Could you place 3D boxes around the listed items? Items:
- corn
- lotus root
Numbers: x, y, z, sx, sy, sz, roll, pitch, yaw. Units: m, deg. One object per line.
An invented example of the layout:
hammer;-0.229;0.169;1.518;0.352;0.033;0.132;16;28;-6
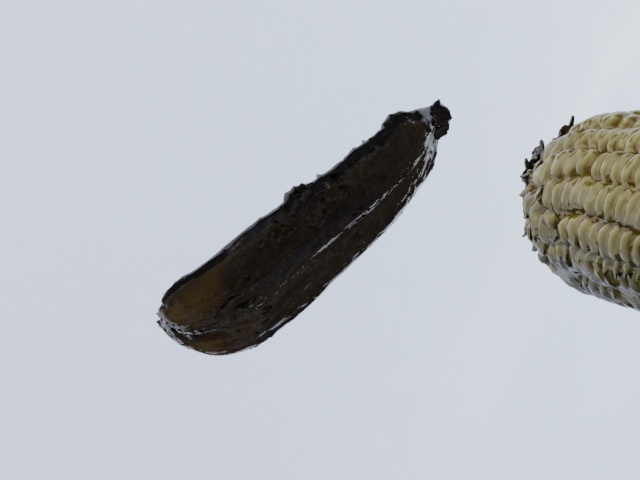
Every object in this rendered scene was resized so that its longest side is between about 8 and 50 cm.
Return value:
corn;0.194;-0.006;0.673;0.115;0.318;0.115;-3;-82;-20
lotus root;0.001;0.000;1.265;0.329;0.078;0.167;-39;-10;-5
